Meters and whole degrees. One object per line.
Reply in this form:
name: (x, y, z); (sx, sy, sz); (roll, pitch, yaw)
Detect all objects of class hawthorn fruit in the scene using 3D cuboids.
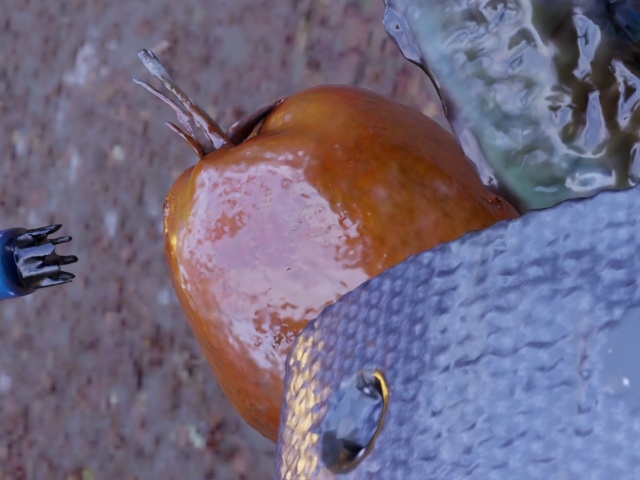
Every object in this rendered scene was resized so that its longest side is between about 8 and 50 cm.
hawthorn fruit: (0.000, 0.000, 0.934); (0.211, 0.299, 0.211); (-39, 16, 14)

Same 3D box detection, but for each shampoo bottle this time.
shampoo bottle: (-0.261, 0.024, 1.133); (0.183, 0.087, 0.050); (-11, 91, 13)

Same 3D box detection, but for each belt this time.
belt: (0.084, 0.071, 0.420); (0.230, 0.139, 0.126); (-19, 51, 37)

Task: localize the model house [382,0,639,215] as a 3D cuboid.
model house: (0.217, -0.211, 0.708); (0.339, 0.297, 0.360); (-31, 82, 51)
